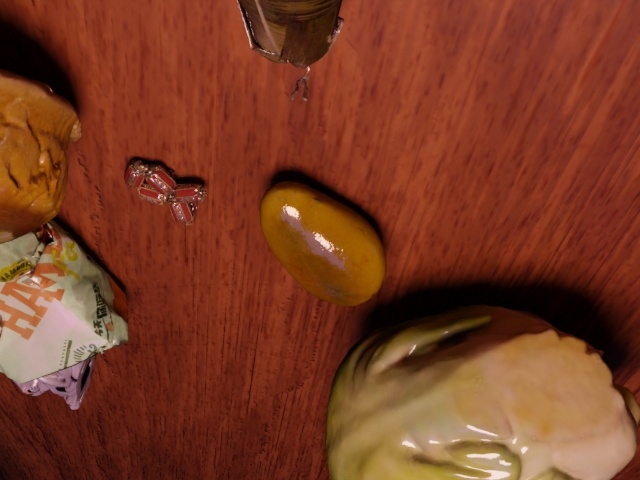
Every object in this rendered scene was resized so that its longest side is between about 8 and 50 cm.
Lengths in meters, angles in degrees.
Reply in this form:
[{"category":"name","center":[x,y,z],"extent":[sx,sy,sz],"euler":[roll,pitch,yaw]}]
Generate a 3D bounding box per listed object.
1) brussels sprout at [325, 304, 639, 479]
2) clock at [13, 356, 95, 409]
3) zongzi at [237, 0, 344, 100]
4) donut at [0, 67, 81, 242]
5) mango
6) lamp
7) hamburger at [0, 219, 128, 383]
[{"category":"brussels sprout","center":[0.152,0.187,0.930],"extent":[0.268,0.344,0.344],"euler":[52,141,7]},{"category":"clock","center":[-0.374,0.163,1.222],"extent":[0.117,0.080,0.176],"euler":[19,146,-5]},{"category":"zongzi","center":[-0.063,-0.211,0.618],"extent":[0.184,0.084,0.187],"euler":[27,149,6]},{"category":"donut","center":[-0.380,-0.072,0.769],"extent":[0.330,0.160,0.330],"euler":[6,165,2]},{"category":"mango","center":[0.000,0.000,0.877],"extent":[0.103,0.076,0.161],"euler":[-12,134,39]},{"category":"lamp","center":[-0.158,-0.052,0.900],"extent":[0.083,0.031,0.063],"euler":[25,142,-9]},{"category":"hamburger","center":[-0.357,0.060,1.043],"extent":[0.235,0.125,0.214],"euler":[-12,131,26]}]
